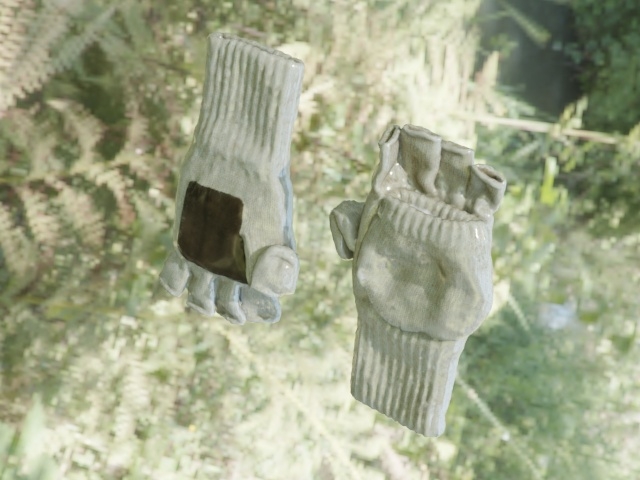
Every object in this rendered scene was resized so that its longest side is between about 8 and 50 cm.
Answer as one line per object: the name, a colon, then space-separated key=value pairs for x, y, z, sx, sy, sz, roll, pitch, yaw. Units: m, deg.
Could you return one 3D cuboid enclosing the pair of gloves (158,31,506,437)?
pair of gloves: x=0.000 y=0.000 z=0.776 sx=0.042 sy=0.240 sz=0.204 roll=-31 pitch=144 yaw=-48
